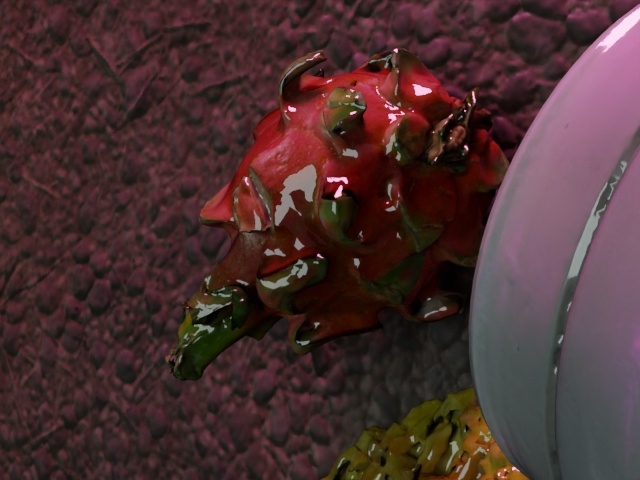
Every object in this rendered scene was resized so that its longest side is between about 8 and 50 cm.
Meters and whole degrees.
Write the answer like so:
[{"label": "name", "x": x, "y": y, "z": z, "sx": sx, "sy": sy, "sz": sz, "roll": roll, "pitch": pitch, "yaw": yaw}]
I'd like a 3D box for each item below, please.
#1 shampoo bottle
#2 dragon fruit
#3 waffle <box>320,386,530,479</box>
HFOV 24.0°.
[{"label": "shampoo bottle", "x": 0.214, "y": 0.041, "z": 0.534, "sx": 0.266, "sy": 0.273, "sz": 0.273, "roll": 27, "pitch": 104, "yaw": 47}, {"label": "dragon fruit", "x": 0.002, "y": -0.001, "z": 0.821, "sx": 0.236, "sy": 0.137, "sz": 0.135, "roll": -56, "pitch": 39, "yaw": 21}, {"label": "waffle", "x": 0.033, "y": 0.198, "z": 0.779, "sx": 0.254, "sy": 0.052, "sz": 0.245, "roll": -40, "pitch": 32, "yaw": 38}]
